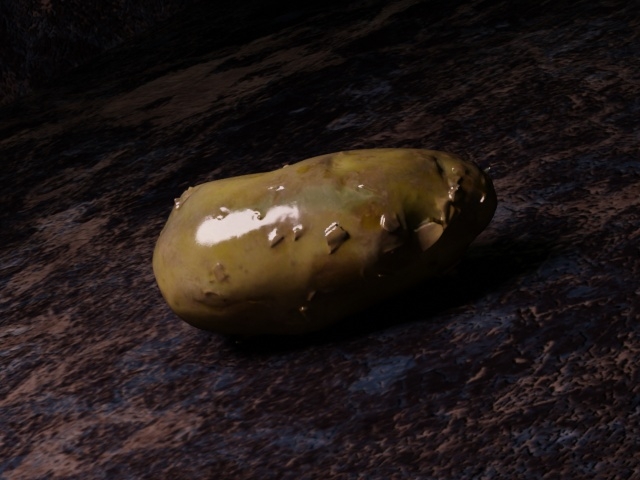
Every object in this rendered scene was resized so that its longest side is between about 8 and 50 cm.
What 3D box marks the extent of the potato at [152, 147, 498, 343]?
[{"bbox_3d":[0.000,0.000,1.403,0.296,0.141,0.191,-15,2,14],"label":"potato"}]
